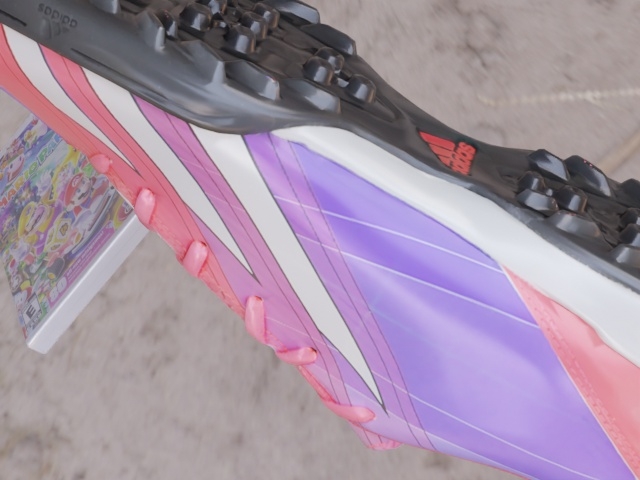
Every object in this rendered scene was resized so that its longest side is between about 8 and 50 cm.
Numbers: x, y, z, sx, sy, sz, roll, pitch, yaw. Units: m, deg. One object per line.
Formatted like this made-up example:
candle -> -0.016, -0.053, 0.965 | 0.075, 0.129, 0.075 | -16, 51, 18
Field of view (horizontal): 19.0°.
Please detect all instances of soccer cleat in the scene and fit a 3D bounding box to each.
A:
soccer cleat -> 0.000, 0.000, 0.612 | 0.318, 0.108, 0.116 | 27, 113, 1

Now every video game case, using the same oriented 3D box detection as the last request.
video game case -> -0.101, -0.022, 0.777 | 0.011, 0.122, 0.087 | 30, 110, -34
